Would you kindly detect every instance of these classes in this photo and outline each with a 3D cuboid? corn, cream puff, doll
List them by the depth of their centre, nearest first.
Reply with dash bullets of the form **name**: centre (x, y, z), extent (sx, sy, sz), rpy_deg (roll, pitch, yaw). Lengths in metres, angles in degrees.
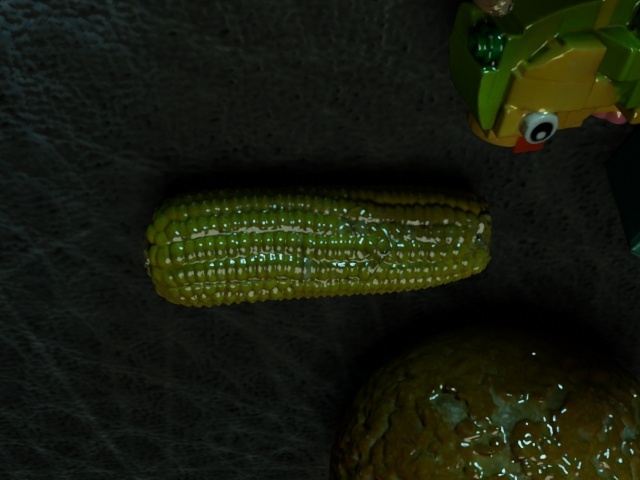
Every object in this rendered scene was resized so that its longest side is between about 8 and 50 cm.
- **doll**: centre (0.154, -0.115, 0.426), extent (0.186, 0.106, 0.134), rpy_deg (-28, 144, 7)
- **corn**: centre (0.000, 0.000, 0.553), extent (0.231, 0.080, 0.080), rpy_deg (-3, 134, -2)
- **cream puff**: centre (0.146, 0.211, 0.679), extent (0.303, 0.212, 0.303), rpy_deg (0, 130, 0)

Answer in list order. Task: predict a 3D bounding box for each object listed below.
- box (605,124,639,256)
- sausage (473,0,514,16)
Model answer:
- **box**: centre (0.305, -0.074, 0.486), extent (0.153, 0.092, 0.245), rpy_deg (23, 129, -14)
- **sausage**: centre (0.075, -0.145, 0.395), extent (0.026, 0.116, 0.026), rpy_deg (0, 139, 0)
